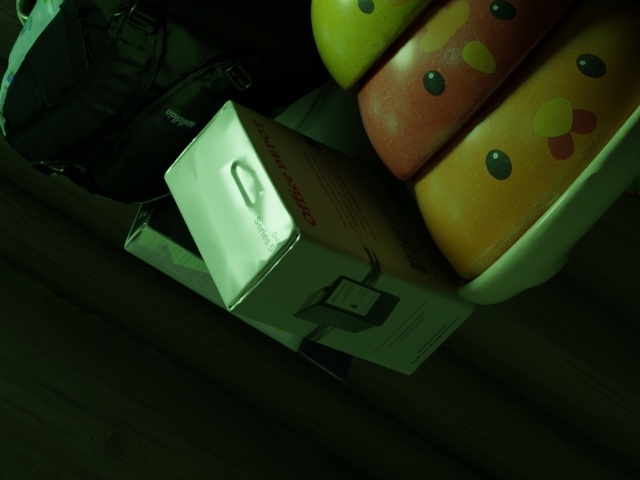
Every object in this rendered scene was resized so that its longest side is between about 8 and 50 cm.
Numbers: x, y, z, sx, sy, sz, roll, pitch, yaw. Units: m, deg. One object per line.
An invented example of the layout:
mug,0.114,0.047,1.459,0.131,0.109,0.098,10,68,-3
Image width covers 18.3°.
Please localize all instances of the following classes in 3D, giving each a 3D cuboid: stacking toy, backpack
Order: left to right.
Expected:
backpack,-0.189,-0.183,2.088,0.290,0.273,0.355,25,131,-17
stacking toy,0.105,-0.202,1.925,0.480,0.350,0.350,40,161,-2

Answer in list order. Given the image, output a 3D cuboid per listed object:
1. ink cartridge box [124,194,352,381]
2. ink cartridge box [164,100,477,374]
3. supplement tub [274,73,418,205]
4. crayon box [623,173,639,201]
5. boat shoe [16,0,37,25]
ink cartridge box,-0.047,-0.036,2.308,0.307,0.304,0.072,31,137,-15
ink cartridge box,0.000,0.000,1.981,0.273,0.115,0.198,22,-151,-44
supplement tub,0.077,-0.104,2.234,0.331,0.241,0.241,30,161,-19
crayon box,0.445,-0.091,2.073,0.202,0.081,0.318,26,162,-4
boat shoe,-0.319,-0.288,2.348,0.109,0.094,0.302,35,157,38
